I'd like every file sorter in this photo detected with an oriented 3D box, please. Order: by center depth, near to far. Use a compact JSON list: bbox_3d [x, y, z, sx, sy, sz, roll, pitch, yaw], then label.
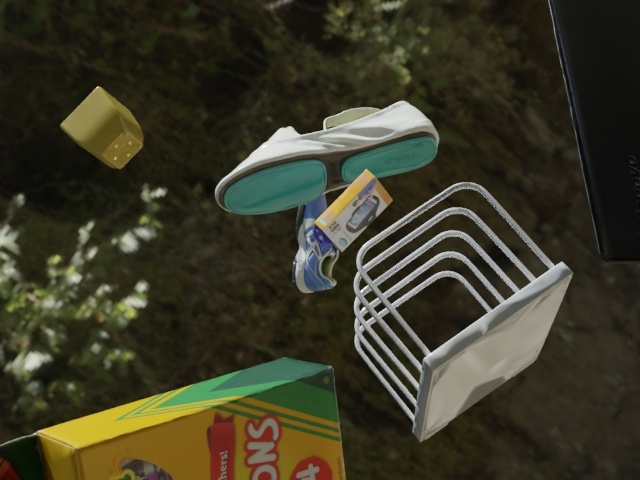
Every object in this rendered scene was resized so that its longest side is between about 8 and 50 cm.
[{"bbox_3d":[0.151,0.085,1.356,0.193,0.173,0.277,-34,-22,-14],"label":"file sorter"}]

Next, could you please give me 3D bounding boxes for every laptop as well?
[{"bbox_3d":[0.439,-0.079,1.192,0.236,0.408,0.381,-19,53,24],"label":"laptop"}]

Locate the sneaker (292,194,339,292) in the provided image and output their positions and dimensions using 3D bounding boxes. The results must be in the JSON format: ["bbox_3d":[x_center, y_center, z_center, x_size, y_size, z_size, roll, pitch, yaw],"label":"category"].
[{"bbox_3d":[0.000,0.000,2.236,0.080,0.081,0.211,2,-90,-58],"label":"sneaker"}]

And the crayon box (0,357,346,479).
[{"bbox_3d":[-0.119,0.238,0.981,0.319,0.202,0.081,-13,11,-38],"label":"crayon box"}]

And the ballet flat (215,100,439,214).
[{"bbox_3d":[0.002,-0.148,1.935,0.400,0.139,0.139,-16,0,-12],"label":"ballet flat"}]

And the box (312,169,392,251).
[{"bbox_3d":[0.048,-0.041,1.810,0.136,0.028,0.081,-47,-36,-3],"label":"box"}]

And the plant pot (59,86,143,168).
[{"bbox_3d":[-0.297,-0.149,1.588,0.081,0.083,0.081,-46,-34,2],"label":"plant pot"}]
